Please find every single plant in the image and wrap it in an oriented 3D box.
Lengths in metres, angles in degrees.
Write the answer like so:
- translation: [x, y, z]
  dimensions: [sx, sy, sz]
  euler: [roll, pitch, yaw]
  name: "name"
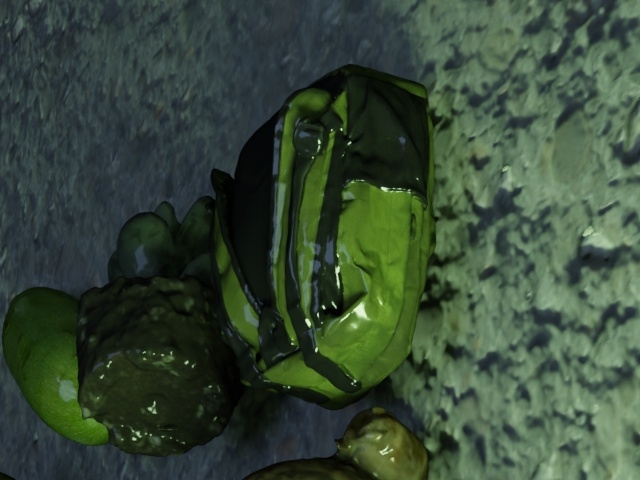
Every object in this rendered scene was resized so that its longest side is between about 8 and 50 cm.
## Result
- translation: [-0.134, 0.065, 1.395]
  dimensions: [0.146, 0.149, 0.275]
  euler: [-19, 32, 9]
  name: "plant"

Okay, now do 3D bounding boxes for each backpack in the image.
- translation: [0.000, 0.000, 1.187]
  dimensions: [0.207, 0.140, 0.253]
  euler: [-39, 43, 50]
  name: "backpack"

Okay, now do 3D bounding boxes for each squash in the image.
- translation: [-0.278, 0.115, 1.638]
  dimensions: [0.370, 0.118, 0.118]
  euler: [34, 108, 60]
  name: "squash"

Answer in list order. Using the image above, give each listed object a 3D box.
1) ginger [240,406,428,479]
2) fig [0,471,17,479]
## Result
- translation: [-0.029, 0.289, 1.070]
  dimensions: [0.176, 0.256, 0.375]
  euler: [22, 82, 31]
  name: "ginger"
- translation: [-0.357, 0.352, 1.638]
  dimensions: [0.225, 0.203, 0.203]
  euler: [70, -164, -64]
  name: "fig"
